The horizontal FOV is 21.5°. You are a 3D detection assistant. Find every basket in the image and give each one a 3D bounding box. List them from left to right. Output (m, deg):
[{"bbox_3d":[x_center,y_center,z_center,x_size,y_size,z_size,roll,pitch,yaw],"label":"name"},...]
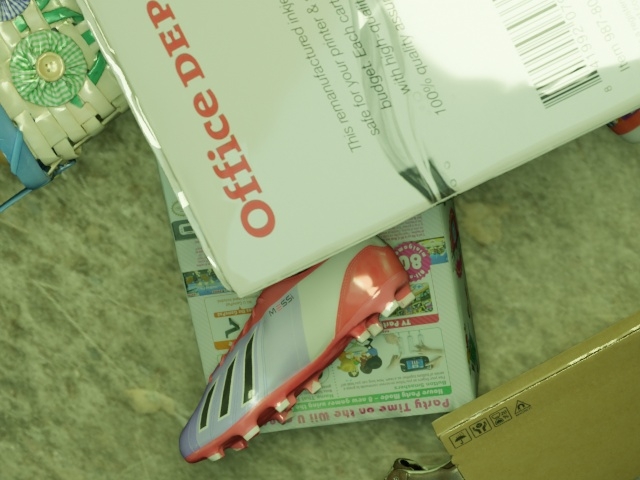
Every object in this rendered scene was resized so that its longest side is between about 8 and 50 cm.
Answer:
[{"bbox_3d":[-0.282,-0.149,1.322,0.289,0.201,0.255,-32,104,7],"label":"basket"}]

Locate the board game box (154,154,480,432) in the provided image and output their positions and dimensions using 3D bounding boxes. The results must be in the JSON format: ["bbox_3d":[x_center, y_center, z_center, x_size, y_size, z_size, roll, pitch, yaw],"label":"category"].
[{"bbox_3d":[0.000,0.000,1.395,0.224,0.097,0.303,-7,108,10],"label":"board game box"}]

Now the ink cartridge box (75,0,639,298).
[{"bbox_3d":[0.061,-0.175,1.180,0.395,0.166,0.285,-26,92,13],"label":"ink cartridge box"}]

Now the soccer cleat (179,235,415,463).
[{"bbox_3d":[-0.033,0.082,1.345,0.248,0.083,0.095,-43,78,21],"label":"soccer cleat"}]

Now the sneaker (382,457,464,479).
[{"bbox_3d":[0.073,0.232,1.494,0.188,0.066,0.071,-33,86,12],"label":"sneaker"}]

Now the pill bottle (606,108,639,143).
[{"bbox_3d":[0.205,-0.174,1.298,0.193,0.108,0.108,41,110,-7],"label":"pill bottle"}]

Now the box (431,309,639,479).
[{"bbox_3d":[0.212,0.160,1.410,0.201,0.021,0.164,-29,129,3],"label":"box"}]
